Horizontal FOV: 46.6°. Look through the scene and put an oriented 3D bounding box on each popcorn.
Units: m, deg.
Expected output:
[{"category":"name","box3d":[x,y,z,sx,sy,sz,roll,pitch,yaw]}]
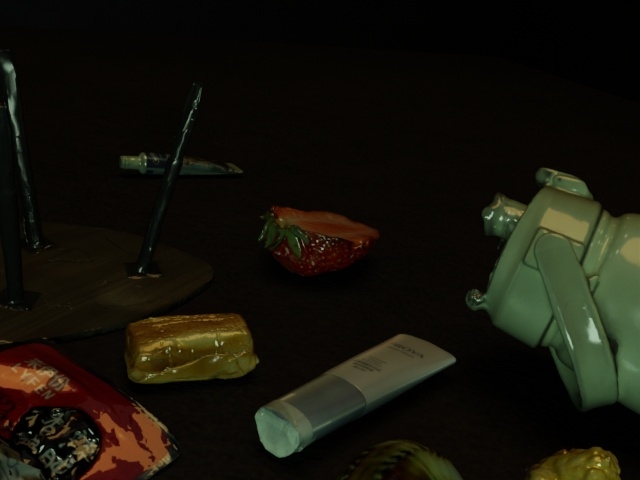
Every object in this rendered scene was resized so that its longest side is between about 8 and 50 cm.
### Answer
[{"category":"popcorn","box3d":[0.209,0.214,0.612,0.084,0.084,0.084,7,23,-3]}]

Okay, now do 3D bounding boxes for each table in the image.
[{"category":"table","box3d":[-0.303,-0.073,0.865,0.318,0.248,0.317,7,23,-3]}]

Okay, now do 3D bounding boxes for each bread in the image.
[{"category":"bread","box3d":[-0.131,0.109,0.753,0.132,0.053,0.074,-3,22,-25]}]

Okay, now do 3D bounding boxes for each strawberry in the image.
[{"category":"strawberry","box3d":[0.000,0.000,1.021,0.187,0.082,0.146,-1,29,-35]}]

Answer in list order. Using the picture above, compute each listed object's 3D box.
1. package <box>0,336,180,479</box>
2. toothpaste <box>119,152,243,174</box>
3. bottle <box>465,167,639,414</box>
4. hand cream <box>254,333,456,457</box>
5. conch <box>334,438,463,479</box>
[{"category":"package","box3d":[-0.262,0.162,0.569,0.194,0.071,0.269,40,23,18]},{"category":"toothpaste","box3d":[-0.242,-0.131,1.298,0.216,0.037,0.062,1,23,-30]},{"category":"bottle","box3d":[0.315,0.073,0.758,0.352,0.229,0.229,24,26,14]},{"category":"hand cream","box3d":[0.042,0.143,0.736,0.079,0.048,0.255,23,26,34]},{"category":"conch","box3d":[0.082,0.220,0.491,0.187,0.124,0.181,26,8,-20]}]
